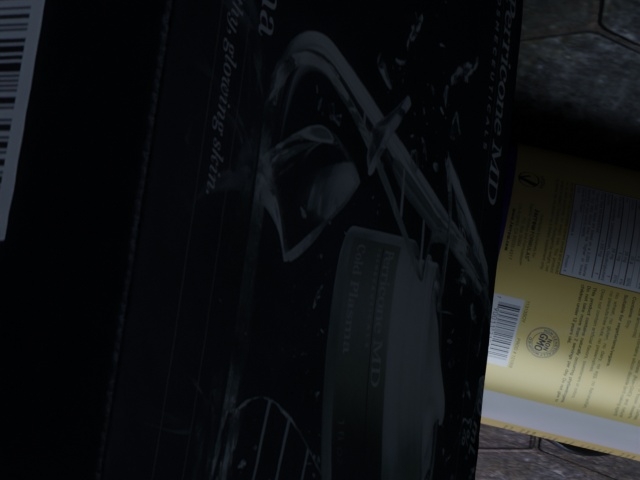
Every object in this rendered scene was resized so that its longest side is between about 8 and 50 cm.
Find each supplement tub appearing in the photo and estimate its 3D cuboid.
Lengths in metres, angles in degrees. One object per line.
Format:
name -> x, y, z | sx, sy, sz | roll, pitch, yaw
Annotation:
supplement tub -> 0.249, 0.059, 1.615 | 0.331, 0.241, 0.241 | 13, 157, 0

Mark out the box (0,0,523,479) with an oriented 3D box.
box -> -0.102, -0.027, 1.210 | 0.297, 0.480, 0.472 | 1, 166, 26

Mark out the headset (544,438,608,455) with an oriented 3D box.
headset -> 0.267, 0.161, 1.828 | 0.394, 0.185, 0.243 | -3, 178, 17
